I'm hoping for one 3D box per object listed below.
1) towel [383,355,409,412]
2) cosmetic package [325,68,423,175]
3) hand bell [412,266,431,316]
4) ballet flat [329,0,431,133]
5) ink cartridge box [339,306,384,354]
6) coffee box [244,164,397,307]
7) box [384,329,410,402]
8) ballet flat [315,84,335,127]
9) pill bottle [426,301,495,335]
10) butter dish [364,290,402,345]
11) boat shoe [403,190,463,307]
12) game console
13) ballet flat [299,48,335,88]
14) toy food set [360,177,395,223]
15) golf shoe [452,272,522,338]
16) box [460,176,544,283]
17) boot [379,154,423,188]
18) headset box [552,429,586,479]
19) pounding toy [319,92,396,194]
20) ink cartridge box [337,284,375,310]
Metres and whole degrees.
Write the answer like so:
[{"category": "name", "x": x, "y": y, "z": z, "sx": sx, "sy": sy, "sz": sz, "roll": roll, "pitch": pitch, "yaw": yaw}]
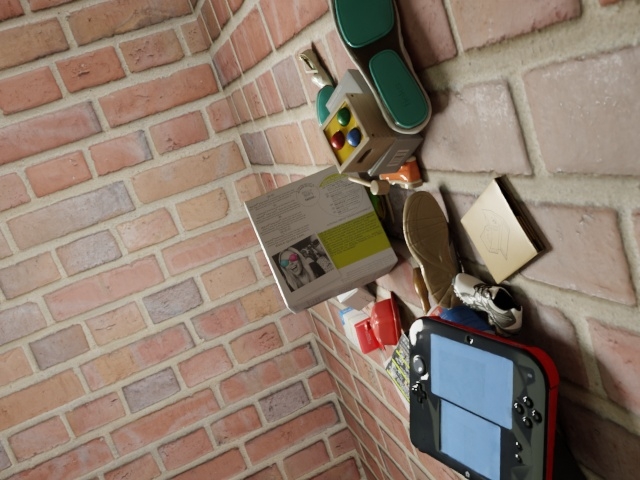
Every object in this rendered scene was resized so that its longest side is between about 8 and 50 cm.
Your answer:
[{"category": "towel", "x": 0.340, "y": 0.520, "z": 2.029, "sx": 0.331, "sy": 0.054, "sz": 0.317, "roll": 63, "pitch": 161, "yaw": 19}, {"category": "cosmetic package", "x": 0.124, "y": -0.283, "z": 1.430, "sx": 0.237, "sy": 0.107, "sz": 0.127, "roll": 58, "pitch": 137, "yaw": 24}, {"category": "hand bell", "x": 0.297, "y": 0.191, "z": 1.664, "sx": 0.126, "sy": 0.126, "sz": 0.241, "roll": 118, "pitch": 141, "yaw": -73}, {"category": "ballet flat", "x": 0.122, "y": -0.411, "z": 1.293, "sx": 0.400, "sy": 0.139, "sz": 0.139, "roll": 67, "pitch": 167, "yaw": -2}, {"category": "ink cartridge box", "x": 0.166, "y": 0.365, "z": 2.431, "sx": 0.231, "sy": 0.078, "sz": 0.134, "roll": 33, "pitch": 143, "yaw": 66}, {"category": "coffee box", "x": 0.000, "y": 0.000, "z": 1.831, "sx": 0.337, "sy": 0.338, "sz": 0.334, "roll": 89, "pitch": 158, "yaw": -80}, {"category": "box", "x": 0.320, "y": 0.433, "z": 1.838, "sx": 0.270, "sy": 0.060, "sz": 0.216, "roll": 53, "pitch": 147, "yaw": 32}, {"category": "ballet flat", "x": 0.039, "y": -0.340, "z": 1.798, "sx": 0.087, "sy": 0.083, "sz": 0.247, "roll": -108, "pitch": 1, "yaw": -76}, {"category": "pill bottle", "x": 0.352, "y": 0.241, "z": 1.416, "sx": 0.221, "sy": 0.124, "sz": 0.124, "roll": 49, "pitch": 157, "yaw": 52}, {"category": "butter dish", "x": 0.204, "y": 0.274, "z": 1.985, "sx": 0.159, "sy": 0.118, "sz": 0.160, "roll": -89, "pitch": -12, "yaw": -59}, {"category": "boat shoe", "x": 0.272, "y": 0.018, "z": 1.430, "sx": 0.285, "sy": 0.103, "sz": 0.092, "roll": 69, "pitch": -161, "yaw": -4}, {"category": "game console", "x": 0.328, "y": 0.356, "z": 1.289, "sx": 0.387, "sy": 0.060, "sz": 0.341, "roll": 13, "pitch": 103, "yaw": 56}, {"category": "ballet flat", "x": -0.014, "y": -0.498, "z": 1.794, "sx": 0.168, "sy": 0.053, "sz": 0.057, "roll": 62, "pitch": 165, "yaw": 20}, {"category": "toy food set", "x": 0.153, "y": -0.116, "z": 1.794, "sx": 0.192, "sy": 0.039, "sz": 0.132, "roll": 35, "pitch": 145, "yaw": 66}, {"category": "golf shoe", "x": 0.367, "y": 0.118, "z": 1.301, "sx": 0.198, "sy": 0.077, "sz": 0.093, "roll": 47, "pitch": 145, "yaw": 40}, {"category": "box", "x": 0.357, "y": -0.015, "z": 1.206, "sx": 0.164, "sy": 0.021, "sz": 0.201, "roll": 64, "pitch": 167, "yaw": 16}, {"category": "boot", "x": 0.196, "y": -0.182, "z": 1.499, "sx": 0.158, "sy": 0.059, "sz": 0.084, "roll": 22, "pitch": 130, "yaw": 60}, {"category": "headset box", "x": 0.455, "y": 0.493, "z": 1.408, "sx": 0.283, "sy": 0.131, "sz": 0.246, "roll": 97, "pitch": 148, "yaw": -64}, {"category": "pounding toy", "x": 0.079, "y": -0.191, "z": 1.346, "sx": 0.181, "sy": 0.094, "sz": 0.206, "roll": -47, "pitch": 60, "yaw": 46}, {"category": "ink cartridge box", "x": 0.093, "y": 0.145, "z": 2.214, "sx": 0.153, "sy": 0.087, "sz": 0.208, "roll": 31, "pitch": -159, "yaw": -53}]
